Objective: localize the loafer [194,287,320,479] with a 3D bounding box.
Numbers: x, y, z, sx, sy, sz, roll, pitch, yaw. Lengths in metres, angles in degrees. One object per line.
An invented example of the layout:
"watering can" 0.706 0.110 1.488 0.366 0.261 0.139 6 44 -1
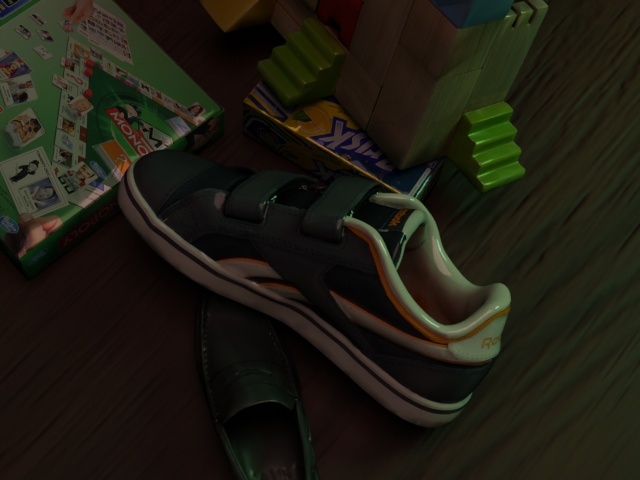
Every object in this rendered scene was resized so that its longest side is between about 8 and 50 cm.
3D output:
"loafer" -0.045 0.125 0.849 0.076 0.078 0.223 -13 67 -10

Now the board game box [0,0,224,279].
"board game box" -0.265 -0.146 0.978 0.213 0.046 0.317 -39 73 -20

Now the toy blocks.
"toy blocks" 0.053 -0.253 0.899 0.190 0.261 0.381 -20 58 -32

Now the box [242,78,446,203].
"box" 0.018 -0.082 0.962 0.169 0.054 0.059 31 66 11

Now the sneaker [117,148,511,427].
"sneaker" 0.000 0.000 0.867 0.321 0.127 0.126 33 32 6
